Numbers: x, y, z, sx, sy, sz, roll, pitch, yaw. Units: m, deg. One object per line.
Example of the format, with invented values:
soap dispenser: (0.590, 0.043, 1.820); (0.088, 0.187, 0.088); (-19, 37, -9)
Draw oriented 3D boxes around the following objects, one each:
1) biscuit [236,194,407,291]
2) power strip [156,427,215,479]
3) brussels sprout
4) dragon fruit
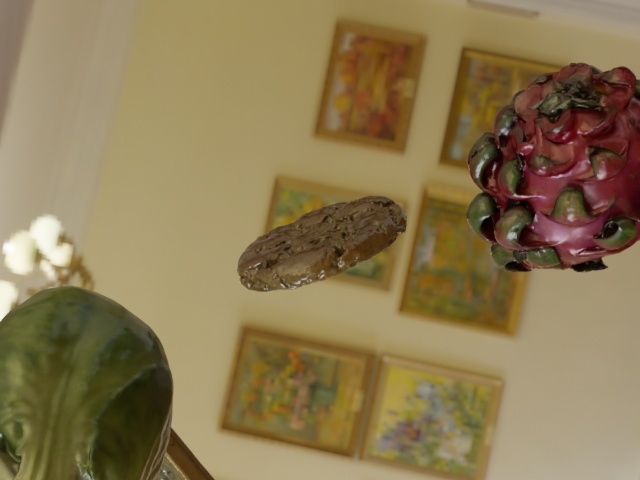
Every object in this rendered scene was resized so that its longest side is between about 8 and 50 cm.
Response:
biscuit: (0.000, 0.000, 1.635); (0.226, 0.225, 0.042); (-63, -46, -70)
power strip: (-0.200, 0.289, 1.802); (0.064, 0.305, 0.044); (-27, 15, 43)
brussels sprout: (-0.249, 0.187, 1.328); (0.219, 0.210, 0.271); (-52, 22, 43)
dragon fruit: (0.229, -0.060, 1.326); (0.272, 0.198, 0.218); (-28, 24, 50)
